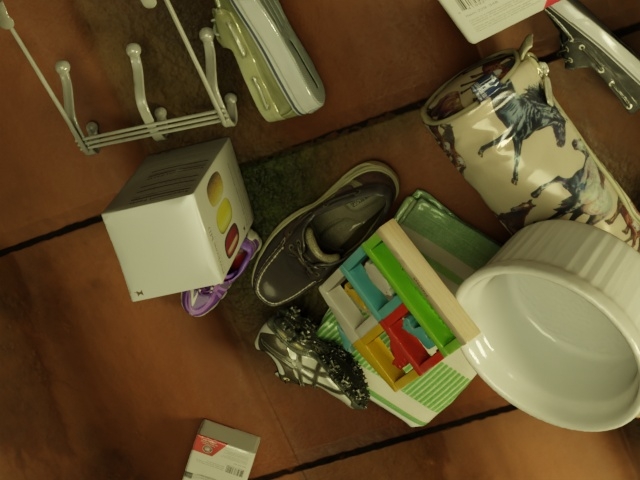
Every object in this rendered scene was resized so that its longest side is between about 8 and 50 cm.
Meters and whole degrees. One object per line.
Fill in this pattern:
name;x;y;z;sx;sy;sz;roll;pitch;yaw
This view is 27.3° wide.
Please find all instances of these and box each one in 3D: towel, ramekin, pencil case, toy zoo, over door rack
towel;0.150;0.112;1.966;0.248;0.038;0.325;33;112;-7
ramekin;0.323;0.104;1.725;0.277;0.135;0.277;25;141;22
pencil case;0.325;-0.072;1.797;0.183;0.160;0.410;-32;105;34
toy zoo;0.095;0.103;1.837;0.192;0.030;0.293;53;152;7
over door rack;-0.272;-0.250;1.779;0.240;0.108;0.324;-11;148;13

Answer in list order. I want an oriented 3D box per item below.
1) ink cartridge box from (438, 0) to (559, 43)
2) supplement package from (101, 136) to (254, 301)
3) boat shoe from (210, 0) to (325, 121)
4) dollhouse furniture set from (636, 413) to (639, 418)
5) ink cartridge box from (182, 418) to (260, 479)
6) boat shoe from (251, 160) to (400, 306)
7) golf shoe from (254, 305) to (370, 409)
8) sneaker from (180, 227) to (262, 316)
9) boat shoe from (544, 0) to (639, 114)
ink cartridge box;0.214;-0.403;1.605;0.226;0.131;0.306;-24;149;17
supplement package;-0.192;-0.033;1.838;0.134;0.244;0.139;-12;110;13
boat shoe;-0.100;-0.292;1.796;0.094;0.109;0.302;-22;110;18
dollhouse furniture set;0.400;0.181;1.897;0.184;0.129;0.129;-14;110;6
ink cartridge box;-0.163;0.366;2.101;0.099;0.056;0.135;19;113;0
boat shoe;0.000;0.000;1.907;0.285;0.092;0.103;-41;102;21
golf shoe;-0.012;0.187;1.962;0.198;0.077;0.094;46;121;-4
sneaker;-0.156;0.049;1.962;0.068;0.071;0.170;35;113;-7
boat shoe;0.360;-0.255;1.767;0.228;0.080;0.076;37;111;-16
